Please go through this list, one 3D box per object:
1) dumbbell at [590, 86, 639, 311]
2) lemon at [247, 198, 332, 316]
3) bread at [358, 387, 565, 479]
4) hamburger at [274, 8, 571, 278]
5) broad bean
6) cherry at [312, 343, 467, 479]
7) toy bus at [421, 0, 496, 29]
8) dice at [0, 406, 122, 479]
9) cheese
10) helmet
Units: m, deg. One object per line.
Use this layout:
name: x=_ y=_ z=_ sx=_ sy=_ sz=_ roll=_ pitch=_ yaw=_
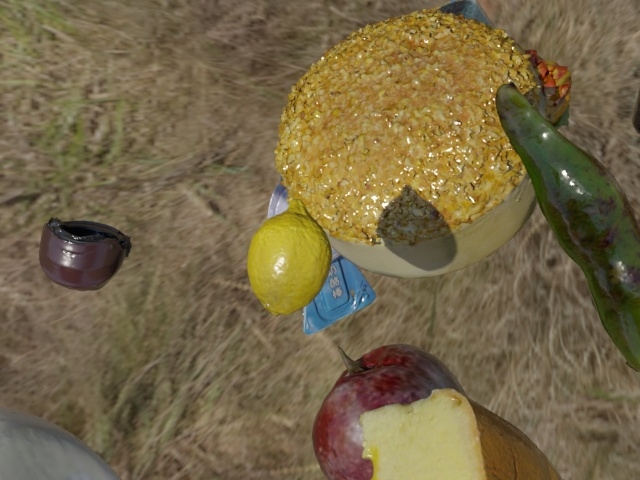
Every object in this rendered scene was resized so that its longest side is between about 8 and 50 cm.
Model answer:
dumbbell: x=0.473 y=-0.042 z=1.800 sx=0.204 sy=0.204 sz=0.322 roll=12 pitch=112 yaw=7
lemon: x=-0.023 y=0.013 z=1.080 sx=0.065 sy=0.065 sz=0.092 roll=10 pitch=79 yaw=8
bread: x=0.109 y=0.223 z=1.106 sx=0.140 sy=0.169 sz=0.160 roll=-19 pitch=51 yaw=38
hamburger: x=0.095 y=-0.105 z=1.421 sx=0.294 sy=0.179 sz=0.276 roll=-43 pitch=52 yaw=-18
broad bean: x=0.253 y=0.003 z=1.272 sx=0.077 sy=0.061 sz=0.339 roll=-20 pitch=101 yaw=51
cherry: x=0.110 y=0.265 z=1.875 sx=0.203 sy=0.230 sz=0.300 roll=-42 pitch=90 yaw=23
toy bus: x=0.129 y=-0.159 z=1.873 sx=0.194 sy=0.323 sz=0.162 roll=-15 pitch=126 yaw=37
dice: x=-0.371 y=0.387 z=1.569 sx=0.277 sy=0.304 sz=0.304 roll=-27 pitch=109 yaw=31
cheese: x=0.000 y=0.000 z=1.881 sx=0.135 sy=0.052 sz=0.244 roll=-26 pitch=116 yaw=-22
helmet: x=-0.262 y=0.018 z=1.564 sx=0.098 sy=0.123 sz=0.070 roll=14 pitch=94 yaw=3
